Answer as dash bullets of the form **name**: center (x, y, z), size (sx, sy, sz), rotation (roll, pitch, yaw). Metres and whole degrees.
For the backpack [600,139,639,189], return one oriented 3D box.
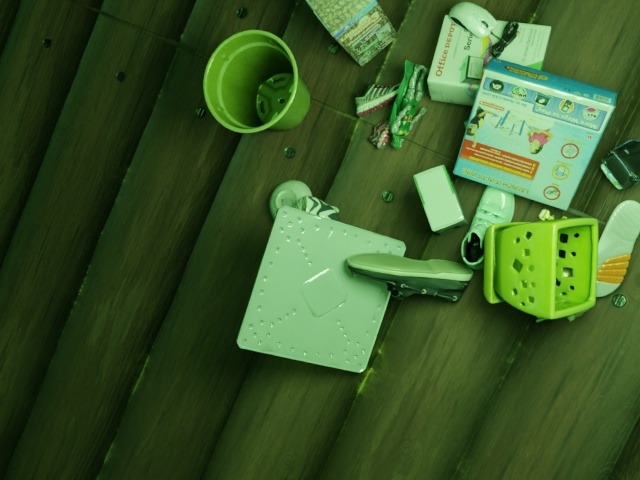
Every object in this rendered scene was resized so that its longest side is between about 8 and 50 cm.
- **backpack**: center (0.766, -0.191, 1.628), size (0.114, 0.084, 0.105), rotation (-30, 79, -26)

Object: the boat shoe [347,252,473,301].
- **boat shoe**: center (0.234, 0.108, 1.757), size (0.339, 0.127, 0.113), rotation (4, 111, -12)

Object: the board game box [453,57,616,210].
- **board game box**: center (0.520, -0.261, 1.622), size (0.308, 0.086, 0.302), rotation (21, 132, 13)

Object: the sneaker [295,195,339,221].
- **sneaker**: center (0.000, 0.000, 1.850), size (0.094, 0.152, 0.235), rotation (-20, 62, 58)

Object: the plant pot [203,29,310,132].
- **plant pot**: center (-0.153, -0.421, 1.859), size (0.275, 0.254, 0.276), rotation (0, 88, 18)

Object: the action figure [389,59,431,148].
- **action figure**: center (0.244, -0.367, 1.804), size (0.063, 0.137, 0.232), rotation (30, 109, 39)

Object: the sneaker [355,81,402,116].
- **sneaker**: center (0.170, -0.420, 1.851), size (0.170, 0.063, 0.075), rotation (-24, 81, 17)

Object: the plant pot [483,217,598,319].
- **plant pot**: center (0.531, 0.057, 1.602), size (0.207, 0.227, 0.229), rotation (4, 97, 47)

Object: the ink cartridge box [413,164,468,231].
- **ink cartridge box**: center (0.319, -0.102, 1.718), size (0.086, 0.208, 0.153), rotation (-21, 83, 14)

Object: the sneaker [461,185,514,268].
- **sneaker**: center (0.440, -0.046, 1.705), size (0.094, 0.151, 0.256), rotation (18, 93, 20)

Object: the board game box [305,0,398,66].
- **board game box**: center (0.064, -0.639, 1.773), size (0.141, 0.291, 0.232), rotation (-38, 78, 14)

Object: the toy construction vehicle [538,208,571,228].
- **toy construction vehicle**: center (0.607, -0.032, 1.709), size (0.098, 0.035, 0.086), rotation (37, 100, 16)

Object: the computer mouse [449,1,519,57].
- **computer mouse**: center (0.407, -0.553, 1.663), size (0.193, 0.042, 0.106), rotation (41, 89, 21)

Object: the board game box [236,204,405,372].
- **board game box**: center (0.003, 0.138, 1.779), size (0.389, 0.050, 0.390), rotation (16, 95, -22)

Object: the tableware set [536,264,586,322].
- **tableware set**: center (0.612, 0.135, 1.711), size (0.141, 0.020, 0.169), rotation (-17, 83, 17)

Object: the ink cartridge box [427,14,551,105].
- **ink cartridge box**: center (0.440, -0.463, 1.717), size (0.278, 0.117, 0.202), rotation (13, 81, 19)

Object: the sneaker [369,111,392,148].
- **sneaker**: center (0.180, -0.323, 1.859), size (0.057, 0.047, 0.119), rotation (34, 98, 28)

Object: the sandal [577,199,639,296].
- **sandal**: center (0.730, 0.019, 1.643), size (0.101, 0.076, 0.266), rotation (20, 109, 2)

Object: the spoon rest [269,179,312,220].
- **spoon rest**: center (-0.087, -0.046, 1.930), size (0.137, 0.084, 0.277), rotation (-6, 73, 17)

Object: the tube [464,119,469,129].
- **tube**: center (0.492, -0.330, 1.752), size (0.207, 0.052, 0.080), rotation (-19, 85, 11)
